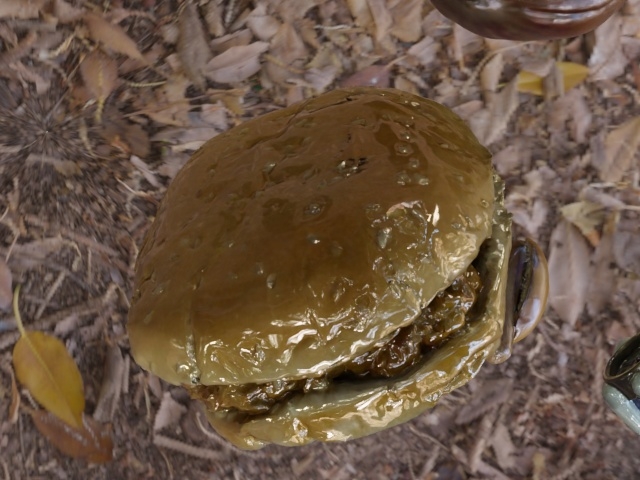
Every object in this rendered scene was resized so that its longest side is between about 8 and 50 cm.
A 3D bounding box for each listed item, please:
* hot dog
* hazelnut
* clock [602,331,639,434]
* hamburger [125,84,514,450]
[{"bbox_3d":[0.195,0.061,1.081,0.089,0.060,0.140,18,85,28],"label":"hot dog"},{"bbox_3d":[0.206,-0.294,1.017,0.229,0.229,0.229,-2,96,-15],"label":"hazelnut"},{"bbox_3d":[0.484,0.138,1.276,0.243,0.199,0.146,-40,89,33],"label":"clock"},{"bbox_3d":[-0.001,0.001,0.687,0.259,0.283,0.145,-24,116,13],"label":"hamburger"}]
